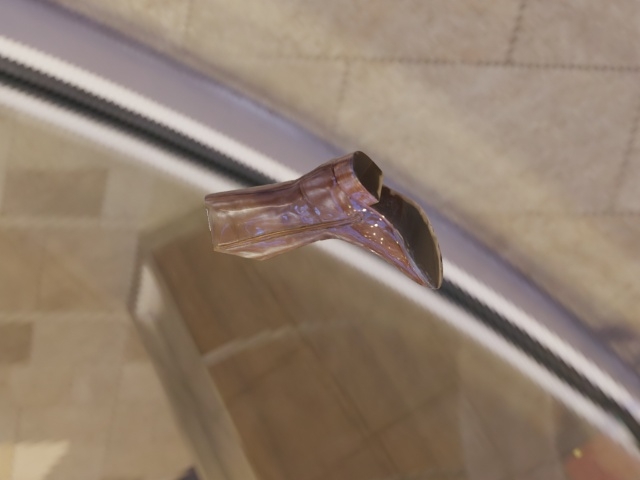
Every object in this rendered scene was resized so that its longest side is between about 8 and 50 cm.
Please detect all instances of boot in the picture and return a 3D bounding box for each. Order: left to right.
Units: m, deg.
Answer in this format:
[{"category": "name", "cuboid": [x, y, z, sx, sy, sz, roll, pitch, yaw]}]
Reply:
[{"category": "boot", "cuboid": [0.000, 0.000, 1.084, 0.114, 0.037, 0.106, -18, 123, 33]}]
